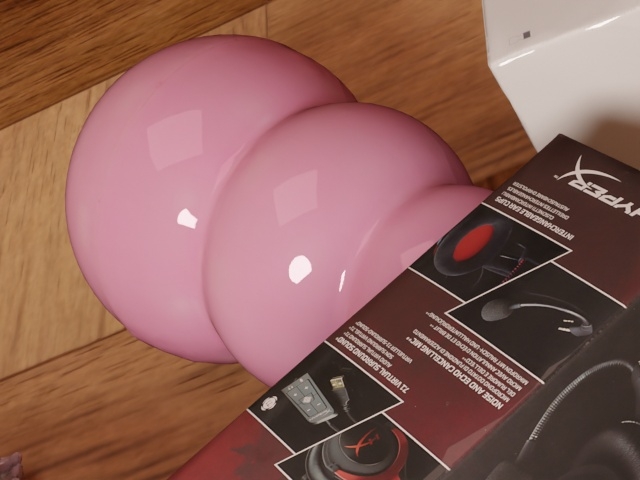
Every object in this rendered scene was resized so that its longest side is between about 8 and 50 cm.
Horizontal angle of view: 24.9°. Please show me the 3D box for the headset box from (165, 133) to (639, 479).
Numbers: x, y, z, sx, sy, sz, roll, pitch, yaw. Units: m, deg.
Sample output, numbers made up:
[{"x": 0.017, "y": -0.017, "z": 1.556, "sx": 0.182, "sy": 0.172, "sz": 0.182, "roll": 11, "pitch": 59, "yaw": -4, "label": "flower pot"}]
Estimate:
[{"x": 0.068, "y": 0.135, "z": 0.627, "sx": 0.293, "sy": 0.218, "sz": 0.110, "roll": -41, "pitch": 37, "yaw": -11, "label": "headset box"}]

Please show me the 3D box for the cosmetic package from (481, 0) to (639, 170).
[{"x": 0.227, "y": -0.087, "z": 0.743, "sx": 0.224, "sy": 0.225, "sz": 0.138, "roll": -20, "pitch": 38, "yaw": 19, "label": "cosmetic package"}]

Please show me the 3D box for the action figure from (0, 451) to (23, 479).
[{"x": -0.370, "y": 0.227, "z": 0.942, "sx": 0.276, "sy": 0.248, "sz": 0.370, "roll": -44, "pitch": 30, "yaw": 35, "label": "action figure"}]

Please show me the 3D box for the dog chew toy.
[{"x": 0.000, "y": 0.000, "z": 0.856, "sx": 0.332, "sy": 0.207, "sz": 0.206, "roll": 24, "pitch": 66, "yaw": 40, "label": "dog chew toy"}]
